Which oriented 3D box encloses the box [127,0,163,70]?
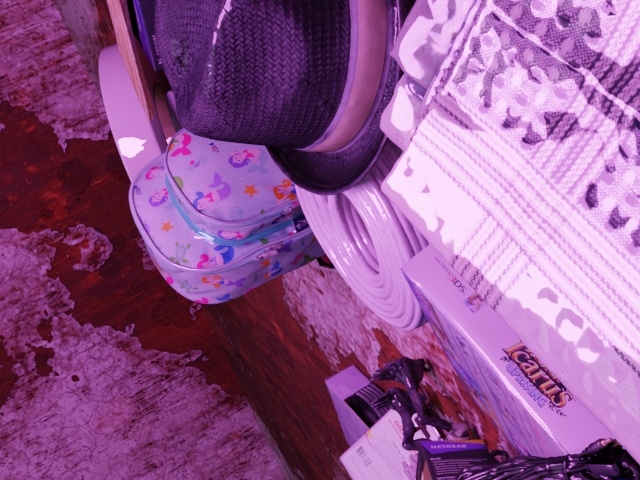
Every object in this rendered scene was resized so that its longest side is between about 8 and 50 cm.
[{"bbox_3d":[-0.232,-0.376,1.258,0.261,0.103,0.184,-124,22,-48],"label":"box"}]

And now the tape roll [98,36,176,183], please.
[{"bbox_3d":[-0.296,-0.183,1.708,0.392,0.072,0.391,-19,-90,-86],"label":"tape roll"}]

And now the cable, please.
[{"bbox_3d":[0.064,-0.025,1.000,0.257,0.089,0.257,61,165,2],"label":"cable"}]

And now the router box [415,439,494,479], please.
[{"bbox_3d":[0.155,0.411,0.996,0.243,0.081,0.308,-104,15,-66],"label":"router box"}]

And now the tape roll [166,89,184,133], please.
[{"bbox_3d":[-0.188,-0.175,1.611,0.219,0.072,0.219,55,163,26],"label":"tape roll"}]

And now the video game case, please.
[{"bbox_3d":[0.195,0.147,0.815,0.244,0.061,0.269,49,175,39],"label":"video game case"}]

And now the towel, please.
[{"bbox_3d":[0.159,-0.069,0.440,0.324,0.056,0.312,54,138,31],"label":"towel"}]

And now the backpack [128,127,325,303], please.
[{"bbox_3d":[-0.115,-0.050,1.201,0.225,0.254,0.191,56,170,26],"label":"backpack"}]

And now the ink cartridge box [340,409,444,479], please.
[{"bbox_3d":[0.123,0.310,1.363,0.181,0.062,0.104,-50,63,32],"label":"ink cartridge box"}]

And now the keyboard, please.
[{"bbox_3d":[0.199,0.190,0.640,0.202,0.033,0.317,29,148,-23],"label":"keyboard"}]

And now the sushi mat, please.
[{"bbox_3d":[-0.279,-0.308,1.282,0.316,0.019,0.151,93,152,-65],"label":"sushi mat"}]

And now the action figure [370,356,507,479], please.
[{"bbox_3d":[0.155,0.289,1.169,0.275,0.141,0.164,54,152,33],"label":"action figure"}]

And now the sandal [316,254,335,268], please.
[{"bbox_3d":[0.000,0.000,1.354,0.179,0.040,0.067,57,164,19],"label":"sandal"}]

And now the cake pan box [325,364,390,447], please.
[{"bbox_3d":[0.117,0.370,1.579,0.246,0.070,0.266,36,150,55],"label":"cake pan box"}]

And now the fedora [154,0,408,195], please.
[{"bbox_3d":[-0.057,-0.185,0.844,0.334,0.153,0.333,39,135,54],"label":"fedora"}]
